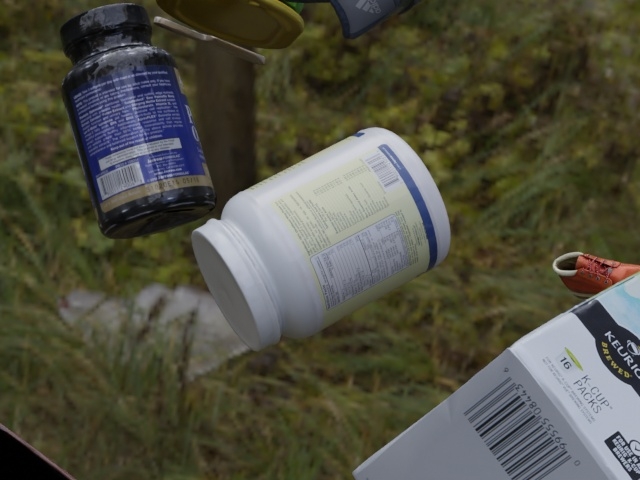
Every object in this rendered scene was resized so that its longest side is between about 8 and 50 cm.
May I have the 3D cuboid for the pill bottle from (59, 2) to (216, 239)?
[{"bbox_3d":[-0.191,-0.121,1.390,0.123,0.219,0.123,-16,-8,-2],"label":"pill bottle"}]

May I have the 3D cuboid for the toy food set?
[{"bbox_3d":[-0.076,-0.224,1.217,0.128,0.071,0.218,18,-7,-12],"label":"toy food set"}]

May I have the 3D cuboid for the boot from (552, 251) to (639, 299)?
[{"bbox_3d":[0.423,0.052,2.057,0.158,0.059,0.084,-3,-34,43],"label":"boot"}]

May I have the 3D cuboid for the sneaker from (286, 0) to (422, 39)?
[{"bbox_3d":[-0.012,-0.219,0.848,0.121,0.111,0.300,-40,40,-6],"label":"sneaker"}]

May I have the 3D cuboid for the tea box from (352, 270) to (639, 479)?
[{"bbox_3d":[0.269,0.215,1.088,0.323,0.220,0.329,-22,72,-47],"label":"tea box"}]

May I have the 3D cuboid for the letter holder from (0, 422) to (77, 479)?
[{"bbox_3d":[-0.326,0.251,1.303,0.302,0.214,0.152,32,53,17],"label":"letter holder"}]

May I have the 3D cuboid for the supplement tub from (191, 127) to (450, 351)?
[{"bbox_3d":[0.000,0.000,2.012,0.325,0.235,0.235,-28,38,-16],"label":"supplement tub"}]
